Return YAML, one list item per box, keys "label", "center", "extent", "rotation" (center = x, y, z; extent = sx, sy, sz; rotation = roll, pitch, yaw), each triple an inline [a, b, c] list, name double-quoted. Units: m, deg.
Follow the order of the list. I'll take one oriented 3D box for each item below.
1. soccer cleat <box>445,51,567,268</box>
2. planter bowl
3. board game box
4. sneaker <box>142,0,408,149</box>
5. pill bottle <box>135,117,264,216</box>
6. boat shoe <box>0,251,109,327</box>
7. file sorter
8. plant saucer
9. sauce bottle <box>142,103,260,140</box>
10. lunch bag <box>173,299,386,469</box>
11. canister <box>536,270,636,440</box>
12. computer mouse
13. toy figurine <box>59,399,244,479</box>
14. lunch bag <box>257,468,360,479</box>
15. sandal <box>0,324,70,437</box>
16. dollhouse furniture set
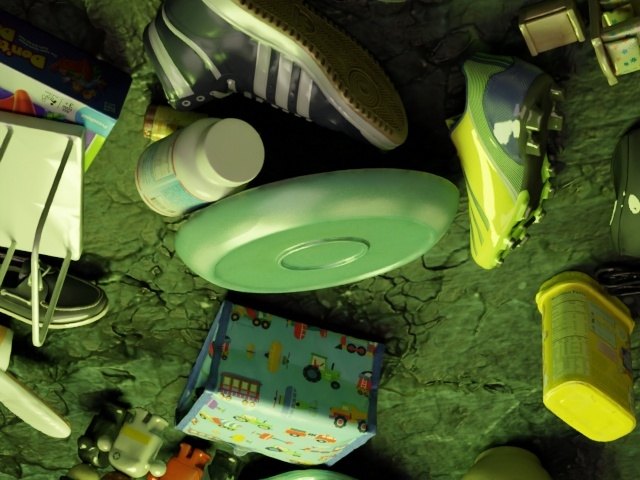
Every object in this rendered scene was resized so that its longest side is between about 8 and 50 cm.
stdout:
- label: "soccer cleat"
  center: [0.188, -0.086, 1.379]
  extent: [0.121, 0.093, 0.289]
  rotation: [30, 145, 23]
- label: "planter bowl"
  center: [0.259, 0.355, 1.772]
  extent: [0.162, 0.109, 0.162]
  rotation: [4, 136, 4]
- label: "board game box"
  center: [-0.413, -0.158, 1.390]
  extent: [0.347, 0.078, 0.233]
  rotation: [26, 133, -16]
- label: "sneaker"
  center: [-0.051, -0.164, 1.312]
  extent: [0.282, 0.099, 0.153]
  rotation: [38, 127, -21]
- label: "pill bottle"
  center: [-0.123, -0.078, 1.317]
  extent: [0.087, 0.087, 0.160]
  rotation: [34, 157, -23]
- label: "boat shoe"
  center: [-0.367, 0.055, 1.600]
  extent: [0.206, 0.075, 0.065]
  rotation: [11, 139, 5]
- label: "file sorter"
  center: [-0.406, -0.022, 1.348]
  extent: [0.277, 0.173, 0.193]
  rotation: [11, 135, -1]
- label: "plant saucer"
  center: [0.000, 0.000, 1.394]
  extent: [0.317, 0.044, 0.317]
  rotation: [-10, 162, -3]
- label: "sauce bottle"
  center: [-0.131, -0.120, 1.408]
  extent: [0.128, 0.042, 0.042]
  rotation: [10, 135, 0]
- label: "lunch bag"
  center: [-0.068, 0.229, 1.702]
  extent: [0.221, 0.138, 0.293]
  rotation: [16, 146, -10]
- label: "canister"
  center: [0.314, 0.136, 1.501]
  extent: [0.126, 0.170, 0.073]
  rotation: [36, 129, -24]
- label: "computer mouse"
  center: [0.408, -0.012, 1.416]
  extent: [0.184, 0.060, 0.262]
  rotation: [3, 135, 7]
- label: "toy figurine"
  center: [-0.231, 0.328, 1.747]
  extent: [0.213, 0.148, 0.209]
  rotation: [34, 162, -24]
- label: "lunch bag"
  center: [-0.025, 0.420, 1.858]
  extent: [0.224, 0.108, 0.279]
  rotation: [23, 146, -36]
- label: "sandal"
  center: [-0.430, 0.162, 1.713]
  extent: [0.265, 0.076, 0.102]
  rotation: [41, 150, -14]
- label: "dollhouse furniture set"
  center: [0.307, -0.164, 1.251]
  extent: [0.182, 0.101, 0.161]
  rotation: [-15, 130, 23]
